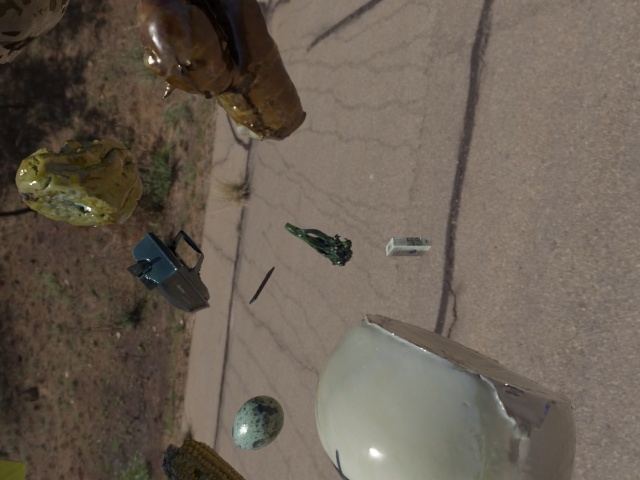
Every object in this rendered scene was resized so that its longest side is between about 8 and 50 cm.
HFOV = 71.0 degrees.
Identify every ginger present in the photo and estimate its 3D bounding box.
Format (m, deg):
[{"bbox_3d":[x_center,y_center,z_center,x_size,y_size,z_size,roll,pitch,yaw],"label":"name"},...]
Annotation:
[{"bbox_3d":[-0.184,-0.325,0.866,0.254,0.418,0.176,-43,57,-7],"label":"ginger"}]

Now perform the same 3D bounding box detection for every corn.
[{"bbox_3d":[-0.197,0.480,0.865,0.262,0.097,0.097,34,126,10],"label":"corn"}]

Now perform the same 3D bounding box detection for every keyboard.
[{"bbox_3d":[-0.199,0.153,1.537,0.053,0.010,0.155,-41,15,47],"label":"keyboard"}]

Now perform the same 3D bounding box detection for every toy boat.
[{"bbox_3d":[-0.238,0.067,0.780,0.093,0.103,0.246,44,164,21],"label":"toy boat"}]

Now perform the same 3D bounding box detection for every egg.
[{"bbox_3d":[-0.181,0.524,1.282,0.172,0.132,0.132,-48,36,3],"label":"egg"}]

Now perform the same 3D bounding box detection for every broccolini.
[{"bbox_3d":[-0.010,0.010,1.212,0.068,0.203,0.091,-63,-13,-48],"label":"broccolini"}]

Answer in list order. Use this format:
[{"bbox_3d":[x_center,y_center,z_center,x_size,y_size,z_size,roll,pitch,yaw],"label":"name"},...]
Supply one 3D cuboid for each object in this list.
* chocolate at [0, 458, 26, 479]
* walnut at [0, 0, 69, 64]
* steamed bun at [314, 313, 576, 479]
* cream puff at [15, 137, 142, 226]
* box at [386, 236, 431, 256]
[{"bbox_3d":[-0.606,0.475,0.644,0.289,0.137,0.301,60,-167,-55],"label":"chocolate"},{"bbox_3d":[-0.354,-0.264,0.391,0.248,0.248,0.248,-13,75,61],"label":"walnut"},{"bbox_3d":[0.143,0.235,0.572,0.324,0.324,0.206,17,85,61],"label":"steamed bun"},{"bbox_3d":[-0.719,-0.199,1.363,0.324,0.291,0.257,-5,61,20],"label":"cream puff"},{"bbox_3d":[0.186,0.014,0.951,0.054,0.083,0.024,107,162,-61],"label":"box"}]
